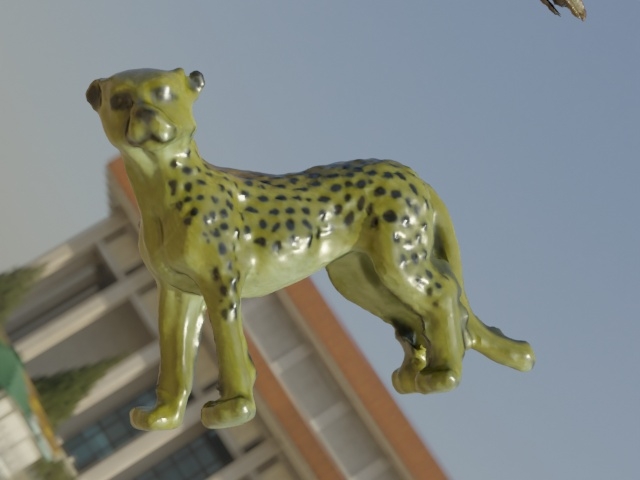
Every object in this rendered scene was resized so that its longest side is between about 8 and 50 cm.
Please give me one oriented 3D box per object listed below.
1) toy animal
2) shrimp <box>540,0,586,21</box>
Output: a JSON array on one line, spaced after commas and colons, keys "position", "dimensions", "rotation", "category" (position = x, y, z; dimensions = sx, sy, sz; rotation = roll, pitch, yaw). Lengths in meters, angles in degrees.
[{"position": [0.000, 0.000, 0.536], "dimensions": [0.073, 0.181, 0.136], "rotation": [165, -80, -64], "category": "toy animal"}, {"position": [0.106, -0.151, 0.588], "dimensions": [0.114, 0.083, 0.023], "rotation": [52, 23, -21], "category": "shrimp"}]
